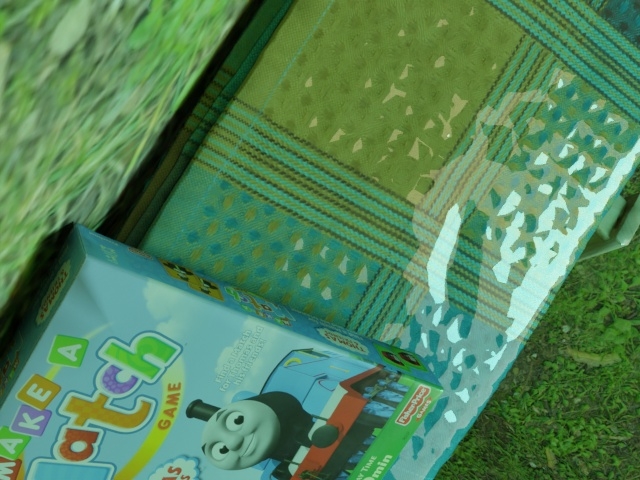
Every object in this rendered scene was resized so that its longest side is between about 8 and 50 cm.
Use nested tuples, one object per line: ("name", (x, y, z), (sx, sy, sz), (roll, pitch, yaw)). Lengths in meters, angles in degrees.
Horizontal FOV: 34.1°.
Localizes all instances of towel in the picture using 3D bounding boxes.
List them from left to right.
("towel", (0.055, -0.040, 0.587), (0.370, 0.271, 0.040), (-58, -147, 1))

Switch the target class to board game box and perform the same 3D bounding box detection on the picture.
("board game box", (-0.063, 0.099, 0.527), (0.160, 0.211, 0.039), (-58, -149, 15))

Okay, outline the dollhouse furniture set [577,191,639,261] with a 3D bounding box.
("dollhouse furniture set", (0.286, -0.200, 1.189), (0.394, 0.256, 0.362), (-55, -169, -24))
